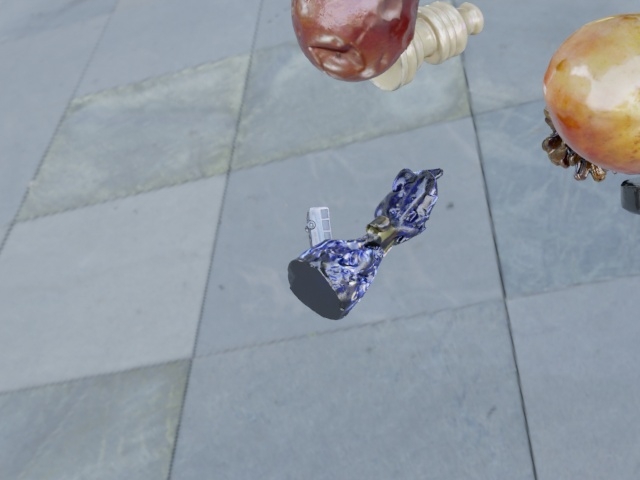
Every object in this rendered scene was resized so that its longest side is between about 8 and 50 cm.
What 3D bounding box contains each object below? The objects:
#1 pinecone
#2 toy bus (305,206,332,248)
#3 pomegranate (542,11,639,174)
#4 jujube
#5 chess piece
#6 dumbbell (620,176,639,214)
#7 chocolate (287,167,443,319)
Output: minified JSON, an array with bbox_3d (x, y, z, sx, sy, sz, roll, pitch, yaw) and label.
[{"bbox_3d":[0.531,-0.200,1.748,0.150,0.179,0.195,-49,34,9],"label":"pinecone"},{"bbox_3d":[0.000,0.000,1.700,0.052,0.037,0.130,-4,77,-11],"label":"toy bus"},{"bbox_3d":[0.463,-0.231,1.361,0.229,0.252,0.270,-58,26,13],"label":"pomegranate"},{"bbox_3d":[0.073,-0.413,1.418,0.223,0.223,0.317,6,62,31],"label":"jujube"},{"bbox_3d":[0.220,-0.406,1.754,0.307,0.124,0.139,-26,48,-34],"label":"chess piece"},{"bbox_3d":[0.607,-0.160,1.547,0.153,0.218,0.152,-5,9,1],"label":"dumbbell"},{"bbox_3d":[0.104,-0.014,1.480,0.343,0.148,0.126,-41,81,-22],"label":"chocolate"}]
